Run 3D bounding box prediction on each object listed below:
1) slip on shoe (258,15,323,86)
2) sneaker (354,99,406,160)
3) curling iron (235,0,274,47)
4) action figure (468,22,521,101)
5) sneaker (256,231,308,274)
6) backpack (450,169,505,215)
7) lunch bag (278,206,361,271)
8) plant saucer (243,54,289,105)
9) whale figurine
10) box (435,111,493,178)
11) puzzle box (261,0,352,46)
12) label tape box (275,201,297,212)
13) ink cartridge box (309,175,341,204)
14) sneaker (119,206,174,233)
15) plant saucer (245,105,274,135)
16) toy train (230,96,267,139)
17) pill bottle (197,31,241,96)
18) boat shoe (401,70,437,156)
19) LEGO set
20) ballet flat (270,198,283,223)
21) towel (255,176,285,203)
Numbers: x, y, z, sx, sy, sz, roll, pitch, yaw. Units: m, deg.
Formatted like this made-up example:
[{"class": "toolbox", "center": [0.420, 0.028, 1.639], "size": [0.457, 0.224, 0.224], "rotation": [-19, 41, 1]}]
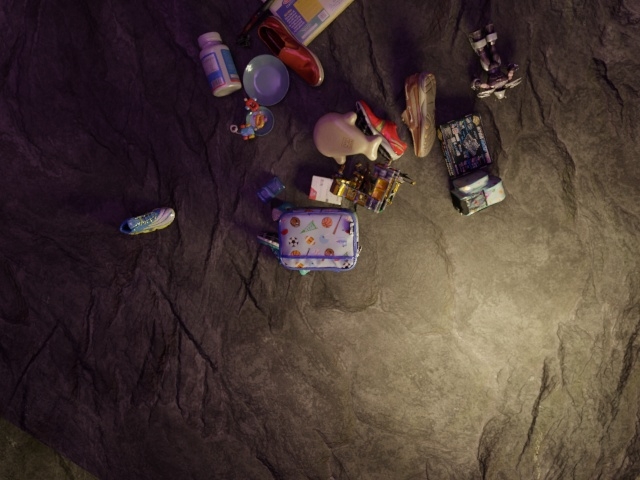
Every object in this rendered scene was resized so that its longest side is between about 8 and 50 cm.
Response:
[{"class": "slip on shoe", "center": [-0.118, -0.732, 1.683], "size": [0.331, 0.123, 0.101], "rotation": [48, 55, -3]}, {"class": "sneaker", "center": [0.243, -0.455, 1.735], "size": [0.118, 0.107, 0.279], "rotation": [-39, 97, -9]}, {"class": "curling iron", "center": [-0.243, -0.875, 1.693], "size": [0.274, 0.035, 0.068], "rotation": [-42, 83, 25]}, {"class": "action figure", "center": [0.662, -0.675, 1.653], "size": [0.185, 0.099, 0.285], "rotation": [-21, 101, 1]}, {"class": "sneaker", "center": [-0.158, 0.054, 1.839], "size": [0.275, 0.107, 0.110], "rotation": [30, 109, 0]}, {"class": "backpack", "center": [0.623, -0.195, 1.694], "size": [0.188, 0.166, 0.145], "rotation": [-15, 107, 5]}, {"class": "lunch bag", "center": [0.000, 0.000, 1.565], "size": [0.303, 0.115, 0.244], "rotation": [2, 102, 7]}, {"class": "plant saucer", "center": [-0.218, -0.652, 1.750], "size": [0.194, 0.037, 0.195], "rotation": [3, 108, 10]}, {"class": "whale figurine", "center": [0.109, -0.411, 1.710], "size": [0.271, 0.141, 0.217], "rotation": [17, 121, 7]}, {"class": "box", "center": [0.572, -0.378, 1.706], "size": [0.175, 0.051, 0.221], "rotation": [-21, 97, -7]}, {"class": "puzzle box", "center": [-0.014, -0.999, 1.678], "size": [0.408, 0.052, 0.272], "rotation": [-40, 94, 10]}, {"class": "label tape box", "center": [-0.028, -0.032, 1.741], "size": [0.333, 0.240, 0.106], "rotation": [24, 102, 2]}, {"class": "ink cartridge box", "center": [0.028, -0.213, 1.798], "size": [0.135, 0.056, 0.099], "rotation": [12, 100, 3]}, {"class": "sneaker", "center": [-0.755, -0.076, 1.854], "size": [0.239, 0.126, 0.091], "rotation": [-21, 97, 8]}, {"class": "plant saucer", "center": [-0.252, -0.500, 1.794], "size": [0.119, 0.021, 0.120], "rotation": [1, 99, 4]}, {"class": "toy train", "center": [-0.290, -0.498, 1.766], "size": [0.125, 0.046, 0.166], "rotation": [36, 97, 0]}, {"class": "pill bottle", "center": [-0.410, -0.708, 1.724], "size": [0.124, 0.124, 0.222], "rotation": [-17, 97, 7]}, {"class": "boat shoe", "center": [0.388, -0.497, 1.704], "size": [0.116, 0.123, 0.325], "rotation": [10, 112, 37]}, {"class": "LEGO set", "center": [0.198, -0.247, 1.635], "size": [0.254, 0.331, 0.192], "rotation": [30, 112, 24]}, {"class": "ballet flat", "center": [-0.159, -0.084, 1.822], "size": [0.074, 0.074, 0.203], "rotation": [-30, 93, 9]}, {"class": "towel", "center": [-0.213, -0.215, 1.833], "size": [0.119, 0.029, 0.067], "rotation": [-38, 95, 9]}]
